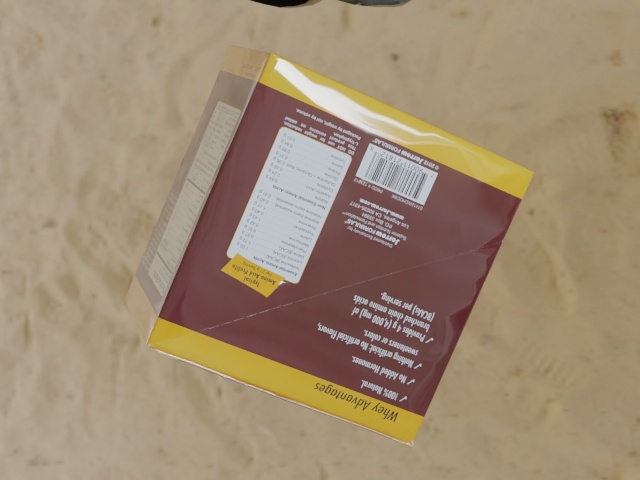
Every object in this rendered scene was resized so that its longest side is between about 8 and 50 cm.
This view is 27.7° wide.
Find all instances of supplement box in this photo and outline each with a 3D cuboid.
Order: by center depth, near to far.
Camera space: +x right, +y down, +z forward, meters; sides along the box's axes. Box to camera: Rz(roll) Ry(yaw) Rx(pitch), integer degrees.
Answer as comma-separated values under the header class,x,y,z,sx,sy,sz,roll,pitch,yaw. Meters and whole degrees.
class,x,y,z,sx,sy,sz,roll,pitch,yaw
supplement box,0.000,0.000,0.858,0.194,0.191,0.129,-66,18,4

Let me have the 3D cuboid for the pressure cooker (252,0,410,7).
class,x,y,z,sx,sy,sz,roll,pitch,yaw
pressure cooker,0.014,-0.357,0.733,0.420,0.375,0.370,-29,28,44
